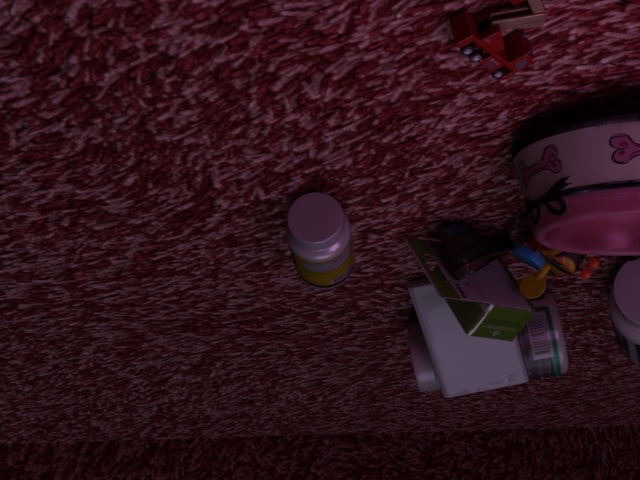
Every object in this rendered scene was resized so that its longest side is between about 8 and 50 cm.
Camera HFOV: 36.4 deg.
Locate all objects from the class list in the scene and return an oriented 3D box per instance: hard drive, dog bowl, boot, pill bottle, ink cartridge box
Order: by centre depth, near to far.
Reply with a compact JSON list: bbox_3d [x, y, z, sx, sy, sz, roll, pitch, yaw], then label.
[{"bbox_3d":[0.524,-0.077,1.613,0.408,0.150,0.408,1,167,0],"label":"dog bowl"},{"bbox_3d":[0.000,0.000,1.777,0.119,0.119,0.208,-8,156,2],"label":"pill bottle"},{"bbox_3d":[0.314,-0.001,1.944,0.082,0.106,0.219,-32,175,37],"label":"boot"},{"bbox_3d":[0.281,0.097,1.975,0.255,0.188,0.097,9,126,-32],"label":"ink cartridge box"},{"bbox_3d":[0.338,0.207,2.210,0.203,0.040,0.307,-14,114,14],"label":"hard drive"},{"bbox_3d":[0.788,0.168,2.283,0.210,0.210,0.363,-14,156,15],"label":"pill bottle"},{"bbox_3d":[0.404,0.253,2.368,0.361,0.204,0.204,-11,156,9],"label":"pill bottle"}]

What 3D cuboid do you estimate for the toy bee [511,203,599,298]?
[{"bbox_3d":[0.455,0.032,1.897,0.195,0.162,0.298,-60,160,16],"label":"toy bee"}]

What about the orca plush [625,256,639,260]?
[{"bbox_3d":[0.690,-0.060,1.859,0.287,0.102,0.151,-38,126,-2],"label":"orca plush"}]

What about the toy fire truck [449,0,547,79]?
[{"bbox_3d":[0.248,-0.289,1.290,0.135,0.047,0.192,-25,152,31],"label":"toy fire truck"}]
